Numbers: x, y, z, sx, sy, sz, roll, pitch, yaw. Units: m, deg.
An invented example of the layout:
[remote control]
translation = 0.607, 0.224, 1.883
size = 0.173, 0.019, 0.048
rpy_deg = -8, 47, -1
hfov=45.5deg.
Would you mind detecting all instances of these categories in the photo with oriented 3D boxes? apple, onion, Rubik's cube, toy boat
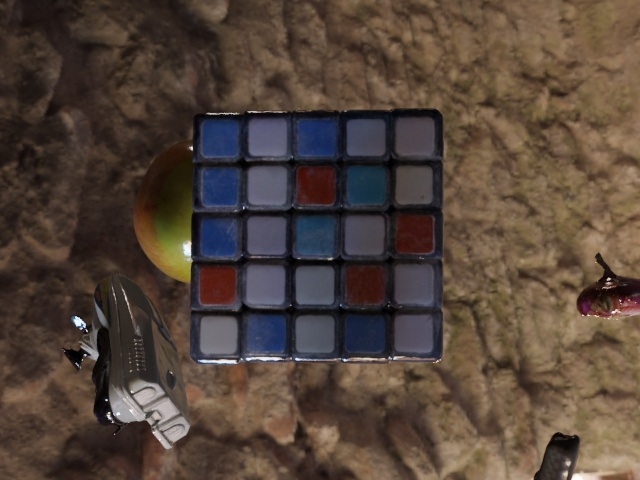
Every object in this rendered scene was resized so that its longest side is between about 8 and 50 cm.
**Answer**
[apple]
translation = -0.185, -0.044, 1.254
size = 0.194, 0.261, 0.261
rpy_deg = 35, 162, 33
[onion]
translation = 0.584, 0.090, 1.530
size = 0.150, 0.149, 0.140
rpy_deg = 31, -131, -76
[Rubik's cube]
translation = 0.000, 0.000, 0.968
size = 0.292, 0.286, 0.293
rpy_deg = 56, -146, -85
[toy boat]
translation = -0.254, 0.151, 0.994
size = 0.269, 0.140, 0.141
rpy_deg = 42, 156, 49

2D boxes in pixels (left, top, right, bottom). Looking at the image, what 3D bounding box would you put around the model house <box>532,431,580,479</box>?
[model house]
translation = 0.230, 0.304, 0.597
size = 0.204, 0.218, 0.279
rpy_deg = -23, -54, -56
